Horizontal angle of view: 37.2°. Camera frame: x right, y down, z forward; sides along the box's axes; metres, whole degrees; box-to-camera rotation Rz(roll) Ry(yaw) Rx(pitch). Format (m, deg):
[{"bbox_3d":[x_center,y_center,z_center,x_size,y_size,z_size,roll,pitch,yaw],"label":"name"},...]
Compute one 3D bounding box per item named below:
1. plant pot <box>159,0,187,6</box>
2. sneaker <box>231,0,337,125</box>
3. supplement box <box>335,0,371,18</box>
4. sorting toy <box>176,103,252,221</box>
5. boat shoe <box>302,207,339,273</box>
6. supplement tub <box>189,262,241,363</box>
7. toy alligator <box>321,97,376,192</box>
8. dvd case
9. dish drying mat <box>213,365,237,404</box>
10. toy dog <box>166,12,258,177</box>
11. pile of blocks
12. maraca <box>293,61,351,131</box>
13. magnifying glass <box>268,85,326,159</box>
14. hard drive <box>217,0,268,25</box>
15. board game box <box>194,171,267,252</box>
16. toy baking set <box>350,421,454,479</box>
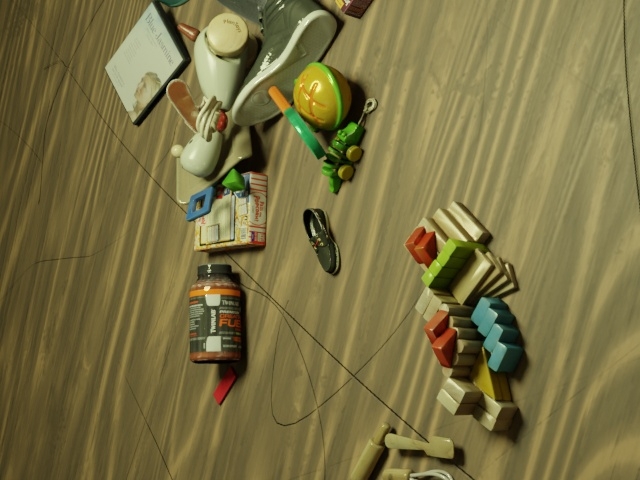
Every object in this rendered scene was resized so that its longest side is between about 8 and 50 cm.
[{"bbox_3d":[-0.415,-0.700,2.165,0.271,0.255,0.272,-10,77,47],"label":"plant pot"},{"bbox_3d":[-0.090,-0.365,1.866,0.296,0.104,0.147,-49,47,27],"label":"sneaker"},{"bbox_3d":[0.068,-0.457,1.735,0.083,0.043,0.055,-52,51,31],"label":"supplement box"},{"bbox_3d":[-0.216,-0.177,1.980,0.196,0.047,0.348,-33,41,24],"label":"sorting toy"},{"bbox_3d":[-0.001,0.001,1.748,0.049,0.042,0.133,-34,61,38],"label":"boat shoe"},{"bbox_3d":[-0.213,0.148,1.918,0.106,0.106,0.198,-13,75,47],"label":"supplement tub"},{"bbox_3d":[0.043,-0.174,1.715,0.056,0.051,0.190,41,114,44],"label":"toy alligator"},{"bbox_3d":[-0.416,-0.420,2.268,0.253,0.022,0.180,-42,69,37],"label":"dvd case"},{"bbox_3d":[-0.195,0.297,1.949,0.083,0.008,0.032,-59,45,26],"label":"dish drying mat"},{"bbox_3d":[-0.242,-0.312,1.900,0.220,0.161,0.334,95,-167,-63],"label":"toy dog"},{"bbox_3d":[0.212,0.105,1.433,0.149,0.112,0.362,-35,60,40],"label":"pile of blocks"},{"bbox_3d":[-0.004,-0.261,1.750,0.185,0.099,0.127,-8,99,68],"label":"maraca"},{"bbox_3d":[-0.047,-0.223,1.747,0.026,0.092,0.231,-37,41,1],"label":"magnifying glass"},{"bbox_3d":[-0.162,-0.549,1.952,0.254,0.054,0.172,38,144,42],"label":"hard drive"},{"bbox_3d":[-0.188,-0.055,1.965,0.193,0.045,0.147,-7,79,48],"label":"board game box"},{"bbox_3d":[0.132,0.398,1.548,0.197,0.030,0.256,37,112,42],"label":"toy baking set"}]
